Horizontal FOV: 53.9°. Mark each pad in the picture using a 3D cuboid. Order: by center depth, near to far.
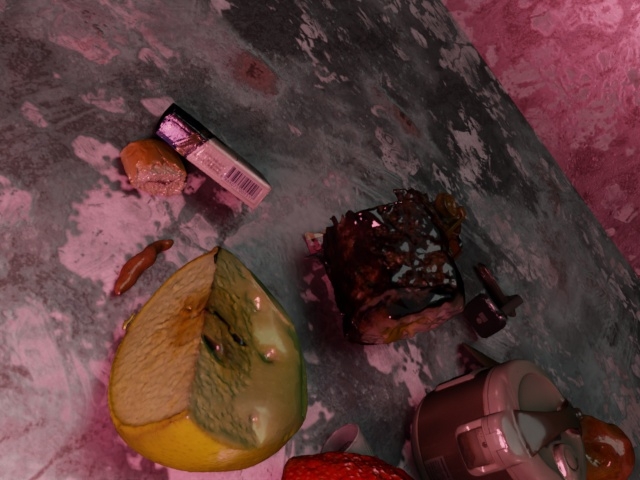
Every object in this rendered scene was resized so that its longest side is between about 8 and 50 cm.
[{"bbox_3d":[0.537,0.393,1.707,0.284,0.018,0.286,31,7,-29],"label":"pad"}]

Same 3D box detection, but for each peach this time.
[{"bbox_3d":[0.748,0.596,1.775,0.235,0.214,0.214,28,42,-5],"label":"peach"}]

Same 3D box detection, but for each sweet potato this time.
[{"bbox_3d":[-0.325,0.039,1.155,0.044,0.044,0.179,46,39,-12],"label":"sweet potato"}]

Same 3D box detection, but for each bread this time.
[{"bbox_3d":[-0.329,-0.151,1.256,0.125,0.082,0.106,1,60,-50],"label":"bread"}]

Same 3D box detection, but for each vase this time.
[{"bbox_3d":[0.105,0.477,1.257,0.219,0.096,0.096,51,38,-11],"label":"vase"}]

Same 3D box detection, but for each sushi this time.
[{"bbox_3d":[0.155,0.077,1.429,0.281,0.299,0.294,-7,65,-29],"label":"sushi"}]

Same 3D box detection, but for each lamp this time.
[{"bbox_3d":[0.516,0.162,1.907,0.203,0.124,0.283,53,34,13],"label":"lamp"}]

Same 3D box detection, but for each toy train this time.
[{"bbox_3d":[0.290,0.016,1.740,0.369,0.163,0.231,-34,102,-53],"label":"toy train"}]

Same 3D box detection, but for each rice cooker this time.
[{"bbox_3d":[0.403,0.441,1.406,0.335,0.325,0.335,27,46,-32],"label":"rice cooker"}]

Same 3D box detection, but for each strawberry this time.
[{"bbox_3d":[0.046,0.476,1.082,0.277,0.257,0.257,34,38,6],"label":"strawberry"}]

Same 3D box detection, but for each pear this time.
[{"bbox_3d":[-0.163,0.238,1.046,0.318,0.238,0.342,45,32,-33],"label":"pear"}]

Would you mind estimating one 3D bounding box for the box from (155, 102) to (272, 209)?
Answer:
[{"bbox_3d":[-0.230,-0.182,1.338,0.259,0.071,0.168,40,5,-22],"label":"box"}]

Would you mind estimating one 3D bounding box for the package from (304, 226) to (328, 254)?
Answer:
[{"bbox_3d":[0.000,0.000,1.543,0.083,0.029,0.059,-14,81,-40],"label":"package"}]
